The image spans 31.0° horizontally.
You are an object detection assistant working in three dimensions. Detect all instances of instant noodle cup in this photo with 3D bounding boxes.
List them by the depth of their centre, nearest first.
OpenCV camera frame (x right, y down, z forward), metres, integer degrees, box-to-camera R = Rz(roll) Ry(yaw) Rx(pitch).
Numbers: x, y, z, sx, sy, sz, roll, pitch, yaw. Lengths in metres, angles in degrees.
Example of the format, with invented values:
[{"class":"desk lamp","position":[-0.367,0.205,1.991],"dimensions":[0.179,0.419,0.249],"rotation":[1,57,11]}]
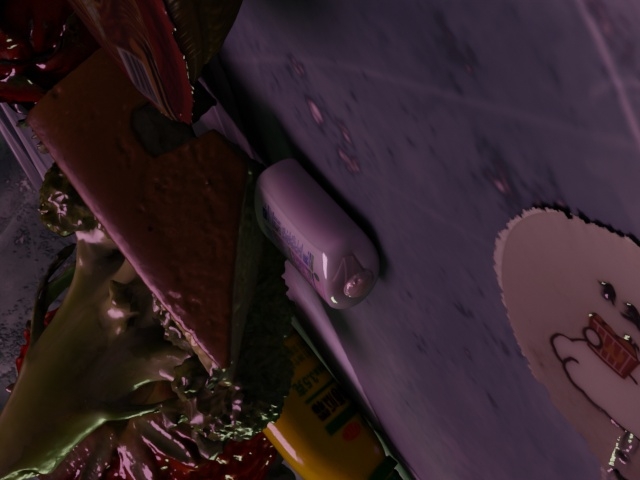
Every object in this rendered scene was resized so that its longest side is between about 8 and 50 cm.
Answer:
[{"class":"instant noodle cup","position":[-0.101,-0.193,0.564],"dimensions":[0.274,0.091,0.274],"rotation":[53,166,19]}]

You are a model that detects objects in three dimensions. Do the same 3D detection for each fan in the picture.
[{"class":"fan","position":[0.143,0.103,0.552],"dimensions":[0.191,0.009,0.329],"rotation":[48,161,29]}]

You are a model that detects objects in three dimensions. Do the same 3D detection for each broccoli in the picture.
[{"class":"broccoli","position":[-0.131,0.072,0.964],"dimensions":[0.254,0.302,0.186],"rotation":[13,-173,16]}]

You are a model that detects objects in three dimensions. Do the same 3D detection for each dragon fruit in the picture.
[{"class":"dragon fruit","position":[-0.218,-0.184,0.836],"dimensions":[0.182,0.182,0.188],"rotation":[38,158,54]}]

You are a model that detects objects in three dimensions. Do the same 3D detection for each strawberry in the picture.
[{"class":"strawberry","position":[-0.171,0.172,1.241],"dimensions":[0.292,0.292,0.343],"rotation":[54,175,13]}]

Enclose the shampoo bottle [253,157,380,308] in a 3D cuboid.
[{"class":"shampoo bottle","position":[0.000,0.000,0.751],"dimensions":[0.099,0.043,0.072],"rotation":[47,160,35]}]

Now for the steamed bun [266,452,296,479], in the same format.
[{"class":"steamed bun","position":[-0.157,0.306,1.594],"dimensions":[0.320,0.275,0.206],"rotation":[33,142,-18]}]

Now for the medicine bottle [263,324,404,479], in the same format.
[{"class":"medicine bottle","position":[0.022,0.202,1.049],"dimensions":[0.309,0.076,0.111],"rotation":[52,-153,5]}]

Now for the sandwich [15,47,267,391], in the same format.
[{"class":"sandwich","position":[-0.097,-0.024,0.806],"dimensions":[0.235,0.128,0.122],"rotation":[52,-179,11]}]
